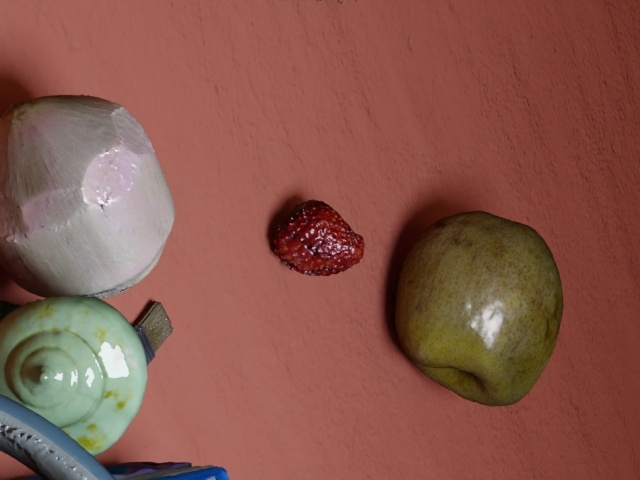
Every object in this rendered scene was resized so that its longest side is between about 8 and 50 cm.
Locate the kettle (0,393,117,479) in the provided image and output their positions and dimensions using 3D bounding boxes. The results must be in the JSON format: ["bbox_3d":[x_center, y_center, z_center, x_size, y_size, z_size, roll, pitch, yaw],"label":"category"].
[{"bbox_3d":[-0.282,0.246,1.130,0.247,0.342,0.319,114,-4,-53],"label":"kettle"}]

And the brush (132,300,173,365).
[{"bbox_3d":[-0.190,0.124,1.513,0.170,0.014,0.043,-54,134,-39],"label":"brush"}]

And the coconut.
[{"bbox_3d":[-0.210,-0.047,1.345,0.171,0.171,0.183,-56,139,-40],"label":"coconut"}]

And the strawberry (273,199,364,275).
[{"bbox_3d":[0.000,0.000,1.724,0.083,0.096,0.083,13,90,-82],"label":"strawberry"}]

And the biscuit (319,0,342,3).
[{"bbox_3d":[0.007,-0.336,1.794,0.203,0.016,0.144,-14,102,-55],"label":"biscuit"}]

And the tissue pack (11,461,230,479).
[{"bbox_3d":[-0.202,0.299,1.377,0.263,0.146,0.198,1,88,-55],"label":"tissue pack"}]

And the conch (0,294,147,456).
[{"bbox_3d":[-0.222,0.096,1.325,0.143,0.250,0.137,-21,105,-11],"label":"conch"}]

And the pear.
[{"bbox_3d":[0.194,0.076,1.926,0.228,0.188,0.211,45,62,-47],"label":"pear"}]
